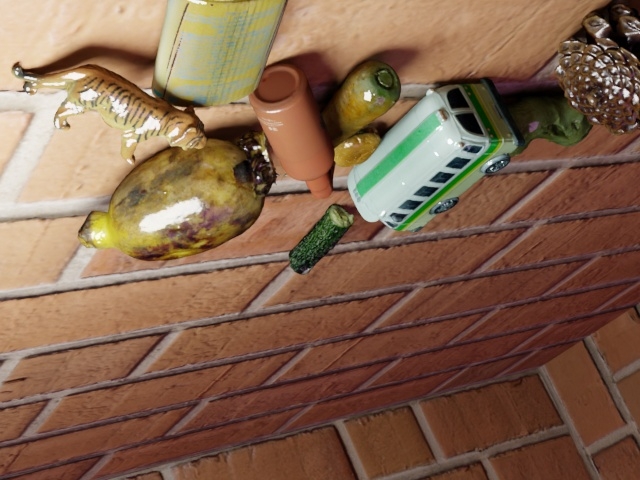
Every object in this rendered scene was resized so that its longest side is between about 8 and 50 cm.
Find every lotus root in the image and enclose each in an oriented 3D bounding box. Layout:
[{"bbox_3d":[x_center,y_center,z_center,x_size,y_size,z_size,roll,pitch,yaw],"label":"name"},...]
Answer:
[{"bbox_3d":[-0.190,-0.050,1.554,0.314,0.141,0.169,-24,158,5],"label":"lotus root"}]

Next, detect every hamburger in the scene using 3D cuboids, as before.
[{"bbox_3d":[0.052,-0.146,1.725,0.076,0.044,0.083,-15,156,-24],"label":"hamburger"}]

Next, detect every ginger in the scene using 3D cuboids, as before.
[{"bbox_3d":[0.355,-0.192,1.888,0.290,0.089,0.137,-18,142,-27],"label":"ginger"}]

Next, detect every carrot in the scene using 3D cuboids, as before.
[{"bbox_3d":[0.016,-0.164,1.614,0.078,0.078,0.298,-8,161,-36],"label":"carrot"}]

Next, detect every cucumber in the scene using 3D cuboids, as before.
[{"bbox_3d":[0.001,0.001,2.027,0.058,0.058,0.187,-10,157,-33],"label":"cucumber"}]

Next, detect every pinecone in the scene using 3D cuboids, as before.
[{"bbox_3d":[0.464,-0.267,1.681,0.208,0.207,0.207,-21,160,-8],"label":"pinecone"}]

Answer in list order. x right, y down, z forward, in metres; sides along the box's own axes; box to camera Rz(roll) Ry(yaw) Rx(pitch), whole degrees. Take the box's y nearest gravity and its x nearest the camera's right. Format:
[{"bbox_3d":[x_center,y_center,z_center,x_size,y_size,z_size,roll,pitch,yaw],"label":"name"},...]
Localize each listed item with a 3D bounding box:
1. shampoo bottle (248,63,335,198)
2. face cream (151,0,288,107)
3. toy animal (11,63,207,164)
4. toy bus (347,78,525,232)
[{"bbox_3d":[-0.026,-0.137,1.518,0.085,0.085,0.244,-24,147,2],"label":"shampoo bottle"},{"bbox_3d":[-0.107,-0.251,1.242,0.139,0.067,0.285,-12,158,-21],"label":"face cream"},{"bbox_3d":[-0.242,-0.156,1.292,0.099,0.056,0.241,-33,136,33],"label":"toy animal"},{"bbox_3d":[0.167,-0.129,1.766,0.165,0.133,0.276,-5,152,-43],"label":"toy bus"}]
